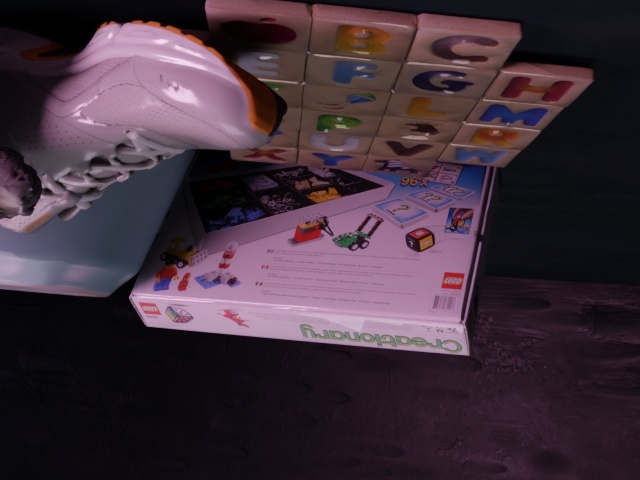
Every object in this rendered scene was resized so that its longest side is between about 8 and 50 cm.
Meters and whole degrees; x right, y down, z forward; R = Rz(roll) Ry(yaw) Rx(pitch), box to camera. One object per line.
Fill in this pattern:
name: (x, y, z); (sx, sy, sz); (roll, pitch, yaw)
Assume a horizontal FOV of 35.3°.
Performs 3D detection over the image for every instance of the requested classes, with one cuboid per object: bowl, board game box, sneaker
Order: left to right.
bowl: (-0.265, -0.038, 0.880); (0.311, 0.163, 0.311); (5, 174, 0)
sneaker: (-0.135, -0.056, 0.593); (0.262, 0.121, 0.099); (8, 167, 37)
board game box: (0.000, 0.000, 0.917); (0.305, 0.193, 0.053); (4, 141, 19)

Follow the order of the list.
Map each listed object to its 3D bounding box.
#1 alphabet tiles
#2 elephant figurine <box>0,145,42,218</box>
alphabet tiles: (0.015, -0.092, 0.699); (0.285, 0.011, 0.342); (6, 171, -2)
elephant figurine: (-0.266, -0.079, 0.563); (0.239, 0.186, 0.169); (-24, -160, 22)
